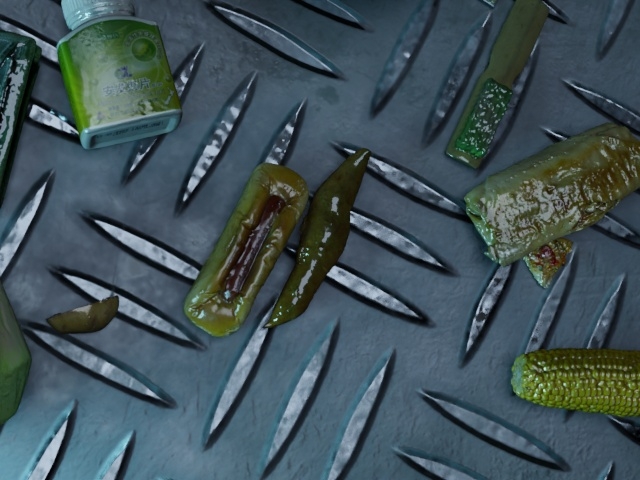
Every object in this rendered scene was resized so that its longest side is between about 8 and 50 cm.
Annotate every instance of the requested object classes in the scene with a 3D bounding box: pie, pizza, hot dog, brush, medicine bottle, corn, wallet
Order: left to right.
[{"bbox_3d":[-0.450,-0.153,1.262,0.160,0.055,0.236,13,78,-4],"label":"wallet"},{"bbox_3d":[-0.262,-0.224,1.298,0.132,0.088,0.188,-15,84,-15],"label":"medicine bottle"},{"bbox_3d":[-0.090,0.007,1.305,0.084,0.073,0.242,31,75,-11],"label":"hot dog"},{"bbox_3d":[0.256,-0.232,1.445,0.054,0.048,0.282,28,73,-7],"label":"brush"},{"bbox_3d":[0.317,0.027,1.419,0.083,0.025,0.078,-2,78,-14],"label":"pizza"},{"bbox_3d":[0.326,-0.067,1.415,0.282,0.068,0.128,-27,81,-17],"label":"pie"},{"bbox_3d":[0.387,0.191,1.373,0.260,0.091,0.091,5,76,-11],"label":"corn"}]

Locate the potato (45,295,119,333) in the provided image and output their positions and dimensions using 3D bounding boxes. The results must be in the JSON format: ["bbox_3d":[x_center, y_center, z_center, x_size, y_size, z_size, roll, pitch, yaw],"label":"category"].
[{"bbox_3d":[-0.288,0.097,1.260,0.093,0.037,0.036,-18,89,-16],"label":"potato"}]

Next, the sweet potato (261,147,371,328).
[{"bbox_3d":[0.000,0.000,1.332,0.067,0.067,0.274,27,77,-7],"label":"sweet potato"}]

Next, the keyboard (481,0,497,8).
[{"bbox_3d":[0.189,-0.404,1.476,0.176,0.014,0.055,31,78,-5],"label":"keyboard"}]

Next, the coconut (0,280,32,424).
[{"bbox_3d":[-0.440,0.119,1.137,0.204,0.236,0.236,-28,86,-51],"label":"coconut"}]
